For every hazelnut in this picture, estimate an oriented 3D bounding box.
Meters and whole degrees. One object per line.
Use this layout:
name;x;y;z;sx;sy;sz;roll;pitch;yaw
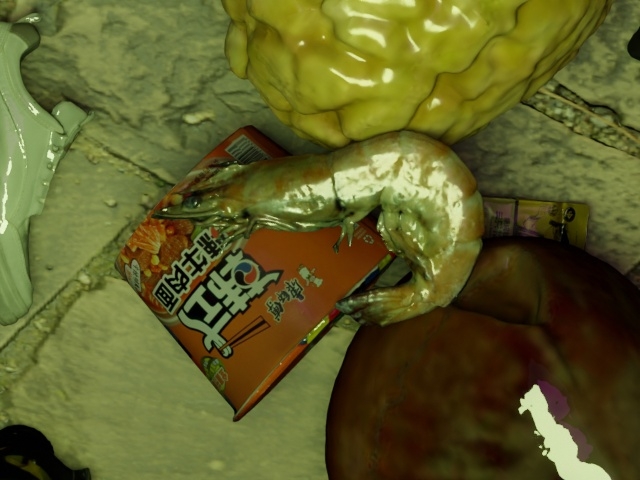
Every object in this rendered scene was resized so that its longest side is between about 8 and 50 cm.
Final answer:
hazelnut;0.193;0.212;1.628;0.402;0.402;0.429;-24;101;-1

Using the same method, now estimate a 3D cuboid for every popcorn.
popcorn;0.094;-0.272;1.576;0.344;0.354;0.390;54;47;-5

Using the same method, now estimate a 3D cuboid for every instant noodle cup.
instant noodle cup;-0.062;0.021;1.660;0.192;0.250;0.250;44;91;3

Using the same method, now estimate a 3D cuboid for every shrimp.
shrimp;0.000;0.000;1.518;0.296;0.058;0.169;-9;93;14

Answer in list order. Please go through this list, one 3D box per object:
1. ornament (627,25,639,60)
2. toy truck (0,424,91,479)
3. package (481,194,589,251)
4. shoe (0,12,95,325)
ornament;0.481;-0.212;1.736;0.260;0.106;0.251;32;100;-13
toy truck;-0.416;0.335;1.694;0.405;0.180;0.254;-11;102;-5
package;0.204;-0.009;1.757;0.131;0.047;0.071;3;92;-4
shoe;-0.294;-0.084;1.696;0.159;0.124;0.316;-15;95;-8
